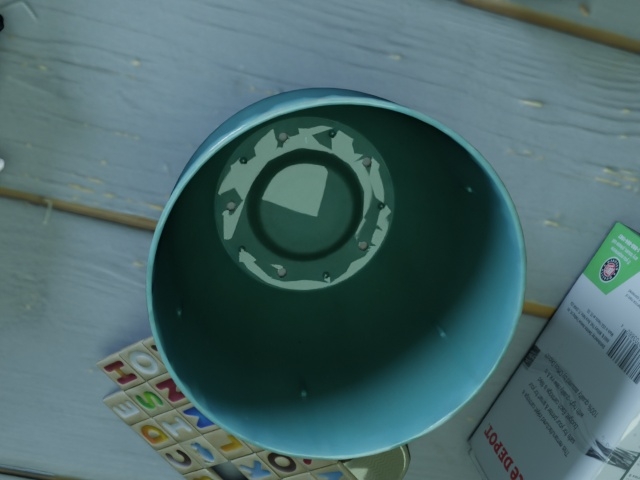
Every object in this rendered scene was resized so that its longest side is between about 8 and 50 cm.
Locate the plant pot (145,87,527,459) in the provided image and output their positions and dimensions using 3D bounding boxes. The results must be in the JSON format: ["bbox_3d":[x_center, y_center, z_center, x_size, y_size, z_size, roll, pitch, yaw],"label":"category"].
[{"bbox_3d":[0.000,0.000,0.885,0.292,0.235,0.293,-3,109,-7],"label":"plant pot"}]

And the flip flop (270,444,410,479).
[{"bbox_3d":[-0.035,0.187,1.022,0.277,0.080,0.112,32,101,-16],"label":"flip flop"}]

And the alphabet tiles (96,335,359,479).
[{"bbox_3d":[-0.101,0.181,0.987,0.198,0.009,0.237,-26,115,41],"label":"alphabet tiles"}]

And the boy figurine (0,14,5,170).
[{"bbox_3d":[-0.366,-0.080,0.883,0.177,0.092,0.285,22,105,-18],"label":"boy figurine"}]

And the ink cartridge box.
[{"bbox_3d":[0.290,0.156,0.991,0.121,0.211,0.289,27,103,-17],"label":"ink cartridge box"}]
